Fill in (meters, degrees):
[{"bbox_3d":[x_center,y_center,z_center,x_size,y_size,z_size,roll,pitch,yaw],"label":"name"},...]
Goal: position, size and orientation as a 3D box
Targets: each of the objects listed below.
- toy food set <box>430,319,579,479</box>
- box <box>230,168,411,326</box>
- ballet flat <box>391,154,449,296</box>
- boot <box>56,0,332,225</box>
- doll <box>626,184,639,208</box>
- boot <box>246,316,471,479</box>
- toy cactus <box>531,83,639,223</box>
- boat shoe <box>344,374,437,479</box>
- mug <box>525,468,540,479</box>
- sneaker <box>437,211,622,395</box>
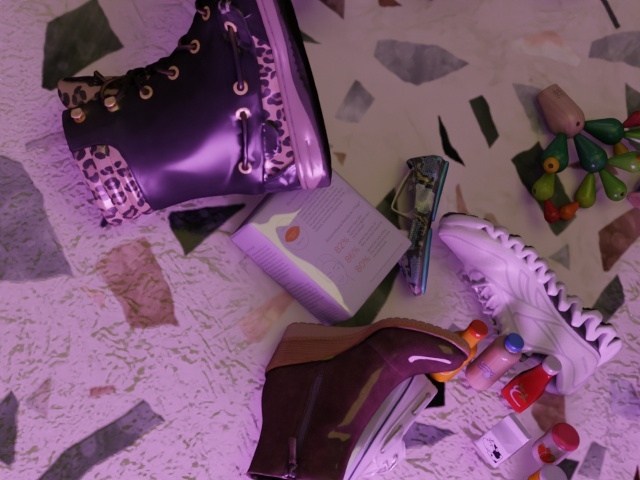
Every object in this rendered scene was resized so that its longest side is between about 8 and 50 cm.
[{"bbox_3d":[0.248,0.200,1.723,0.111,0.104,0.232,-23,70,-41],"label":"toy food set"},{"bbox_3d":[0.000,0.000,1.718,0.170,0.091,0.130,43,68,-6],"label":"box"},{"bbox_3d":[0.118,-0.021,1.789,0.070,0.070,0.188,17,71,-15],"label":"ballet flat"},{"bbox_3d":[-0.163,-0.202,1.592,0.284,0.138,0.377,-15,114,7],"label":"boot"},{"bbox_3d":[0.507,-0.104,1.944,0.189,0.046,0.129,-42,94,-22],"label":"doll"},{"bbox_3d":[0.045,0.197,1.635,0.248,0.090,0.207,0,59,22],"label":"boot"},{"bbox_3d":[0.353,-0.130,1.877,0.219,0.112,0.180,-30,79,-14],"label":"toy cactus"},{"bbox_3d":[0.071,0.244,1.690,0.076,0.083,0.226,38,68,-6],"label":"boat shoe"},{"bbox_3d":[0.278,0.326,1.766,0.062,0.078,0.064,31,55,25],"label":"mug"},{"bbox_3d":[0.251,0.080,1.781,0.292,0.110,0.118,43,80,-10],"label":"sneaker"}]
